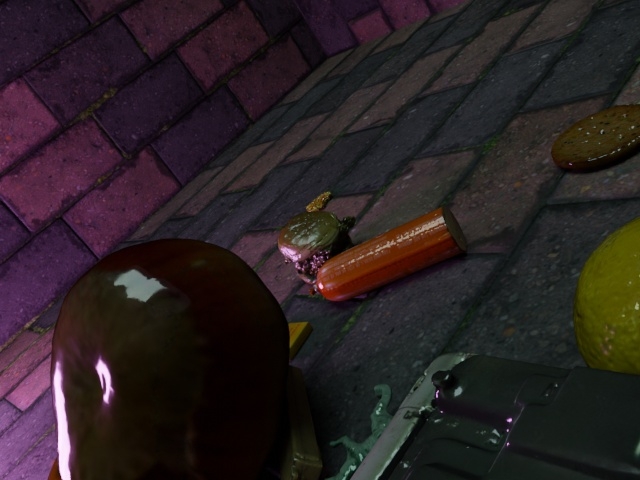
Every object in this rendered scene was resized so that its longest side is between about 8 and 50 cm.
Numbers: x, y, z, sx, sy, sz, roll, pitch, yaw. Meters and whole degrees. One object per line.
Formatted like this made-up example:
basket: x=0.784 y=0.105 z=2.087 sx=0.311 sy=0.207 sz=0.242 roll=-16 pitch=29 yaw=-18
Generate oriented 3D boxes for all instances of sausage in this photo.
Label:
sausage: x=0.112 y=0.039 z=1.202 sx=0.312 sy=0.093 sz=0.093 roll=-25 pitch=25 yaw=23

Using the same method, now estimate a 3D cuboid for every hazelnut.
hazelnut: x=-0.205 y=0.202 z=0.943 sx=0.359 sy=0.409 sz=0.359 roll=6 pitch=11 yaw=-1

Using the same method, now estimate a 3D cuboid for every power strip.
power strip: x=-0.039 y=0.278 z=0.959 sx=0.305 sy=0.044 sz=0.064 roll=-111 pitch=41 yaw=-71

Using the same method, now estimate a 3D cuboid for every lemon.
lemon: x=0.361 y=0.072 z=0.642 sx=0.204 sy=0.204 sz=0.260 roll=-19 pitch=32 yaw=35

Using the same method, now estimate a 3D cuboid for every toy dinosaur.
toy dinosaur: x=0.134 y=0.220 z=0.830 sx=0.383 sy=0.076 sz=0.129 roll=-37 pitch=31 yaw=15

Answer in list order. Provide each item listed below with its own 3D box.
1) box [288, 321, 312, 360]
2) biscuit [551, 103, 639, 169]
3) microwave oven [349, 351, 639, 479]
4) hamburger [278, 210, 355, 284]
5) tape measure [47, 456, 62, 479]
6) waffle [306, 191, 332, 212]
box: x=-0.092 y=0.199 z=1.258 sx=0.155 sy=0.023 sz=0.087 roll=-11 pitch=35 yaw=45
biscuit: x=0.515 y=-0.187 z=1.169 sx=0.188 sy=0.027 sz=0.188 roll=-28 pitch=23 yaw=13
microwave oven: x=0.134 y=0.297 z=0.458 sx=0.394 sy=0.247 sz=0.333 roll=-48 pitch=24 yaw=-28
hamburger: x=0.000 y=0.000 z=1.384 sx=0.185 sy=0.131 sz=0.159 roll=-34 pitch=26 yaw=-7
tape measure: x=-0.378 y=0.377 z=1.118 sx=0.202 sy=0.135 sz=0.223 roll=-46 pitch=18 yaw=1
waffle: x=-0.002 y=-0.104 z=1.741 sx=0.085 sy=0.016 sz=0.078 roll=-46 pitch=25 yaw=-27
